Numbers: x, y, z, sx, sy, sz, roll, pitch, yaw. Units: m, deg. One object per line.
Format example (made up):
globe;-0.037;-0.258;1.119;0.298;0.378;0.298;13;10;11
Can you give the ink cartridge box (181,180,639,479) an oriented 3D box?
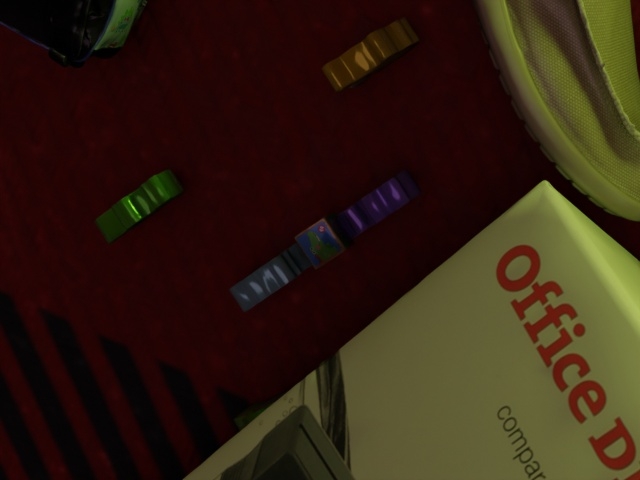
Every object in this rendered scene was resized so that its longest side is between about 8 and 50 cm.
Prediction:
ink cartridge box;0.056;0.208;0.585;0.395;0.285;0.166;-41;130;15

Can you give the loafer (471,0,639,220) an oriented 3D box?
loafer;0.123;-0.137;0.615;0.092;0.102;0.269;-28;94;21

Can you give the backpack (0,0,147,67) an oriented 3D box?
backpack;-0.138;-0.170;0.669;0.105;0.084;0.114;30;110;4

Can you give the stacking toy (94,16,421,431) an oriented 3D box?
stacking toy;0.000;0.000;0.696;0.221;0.052;0.167;-32;91;17
